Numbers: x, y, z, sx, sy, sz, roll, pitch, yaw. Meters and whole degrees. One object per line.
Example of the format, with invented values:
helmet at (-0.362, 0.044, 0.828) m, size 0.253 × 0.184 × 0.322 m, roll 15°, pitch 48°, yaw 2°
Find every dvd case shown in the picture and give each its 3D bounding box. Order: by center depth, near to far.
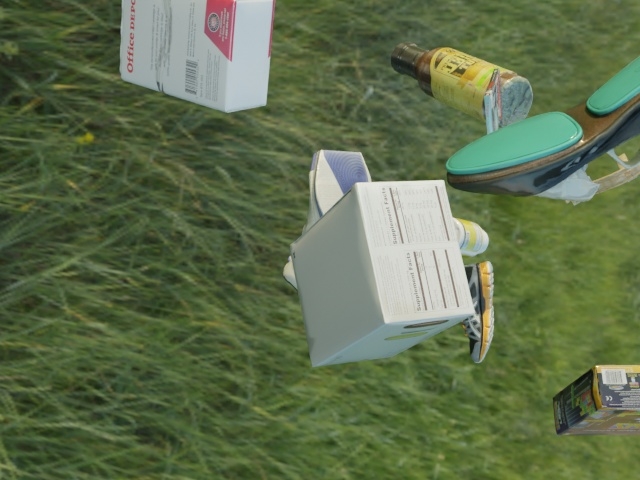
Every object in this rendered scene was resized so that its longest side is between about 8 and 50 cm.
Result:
dvd case at (0.301, -0.236, 1.662) m, size 0.119 × 0.013 × 0.087 m, roll -64°, pitch 149°, yaw -53°

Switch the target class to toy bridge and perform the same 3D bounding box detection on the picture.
toy bridge at (0.423, -0.101, 1.326) m, size 0.026 × 0.188 × 0.063 m, roll 54°, pitch 19°, yaw -10°

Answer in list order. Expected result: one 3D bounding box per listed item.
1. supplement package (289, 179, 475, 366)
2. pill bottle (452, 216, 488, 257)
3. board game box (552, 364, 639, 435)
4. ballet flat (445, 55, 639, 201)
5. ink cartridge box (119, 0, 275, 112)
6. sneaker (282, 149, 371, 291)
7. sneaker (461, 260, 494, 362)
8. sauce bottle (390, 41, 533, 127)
supplement package at (0.080, 0.054, 1.409) m, size 0.145 × 0.262 × 0.204 m, roll -3°, pitch 72°, yaw -24°
pill bottle at (0.244, -0.004, 1.659) m, size 0.116 × 0.065 × 0.065 m, roll 10°, pitch 88°, yaw -53°
board game box at (0.353, 0.173, 1.023) m, size 0.141 × 0.170 × 0.048 m, roll 101°, pitch -12°, yaw -65°
ballet flat at (0.263, -0.095, 0.925) m, size 0.096 × 0.280 × 0.095 m, roll 58°, pitch 12°, yaw -24°
ink cartridge box at (-0.196, -0.314, 1.496) m, size 0.100 × 0.237 × 0.172 m, roll -21°, pitch 124°, yaw -50°
sneaker at (0.000, 0.001, 1.737) m, size 0.127 × 0.182 × 0.316 m, roll 5°, pitch 74°, yaw -35°
sneaker at (0.318, 0.149, 1.997) m, size 0.084 × 0.083 × 0.215 m, roll -26°, pitch 116°, yaw -74°
sauce bottle at (0.271, -0.326, 1.936) m, size 0.111 × 0.344 × 0.111 m, roll -19°, pitch 124°, yaw -31°
